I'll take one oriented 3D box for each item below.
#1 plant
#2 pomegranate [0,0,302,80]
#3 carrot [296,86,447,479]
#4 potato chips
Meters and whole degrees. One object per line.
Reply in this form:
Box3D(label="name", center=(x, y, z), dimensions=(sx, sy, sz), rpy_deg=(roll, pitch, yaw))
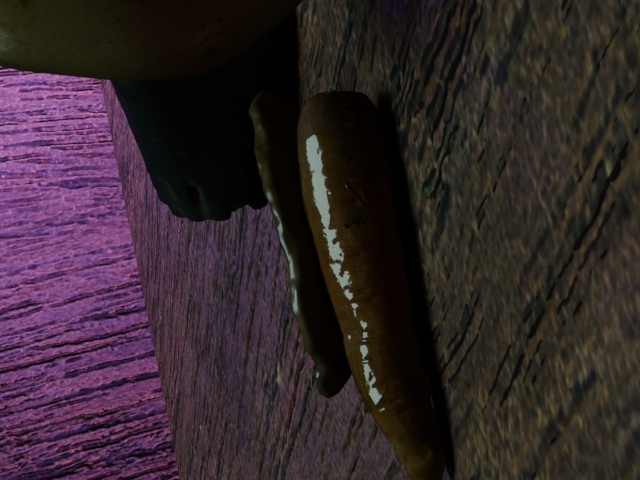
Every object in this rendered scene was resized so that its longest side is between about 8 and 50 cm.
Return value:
Box3D(label="plant", center=(-0.098, -0.145, 1.148), dimensions=(0.164, 0.142, 0.256), rpy_deg=(-127, 19, -66))
Box3D(label="pomegranate", center=(-0.113, -0.222, 0.758), dimensions=(0.319, 0.319, 0.319), rpy_deg=(171, 90, -78))
Box3D(label="carrot", center=(0.031, 0.029, 0.879), dimensions=(0.059, 0.059, 0.248), rpy_deg=(148, 110, -77))
Box3D(label="potato chips", center=(0.000, 0.000, 0.960), dimensions=(0.150, 0.049, 0.201), rpy_deg=(59, -158, -52))
